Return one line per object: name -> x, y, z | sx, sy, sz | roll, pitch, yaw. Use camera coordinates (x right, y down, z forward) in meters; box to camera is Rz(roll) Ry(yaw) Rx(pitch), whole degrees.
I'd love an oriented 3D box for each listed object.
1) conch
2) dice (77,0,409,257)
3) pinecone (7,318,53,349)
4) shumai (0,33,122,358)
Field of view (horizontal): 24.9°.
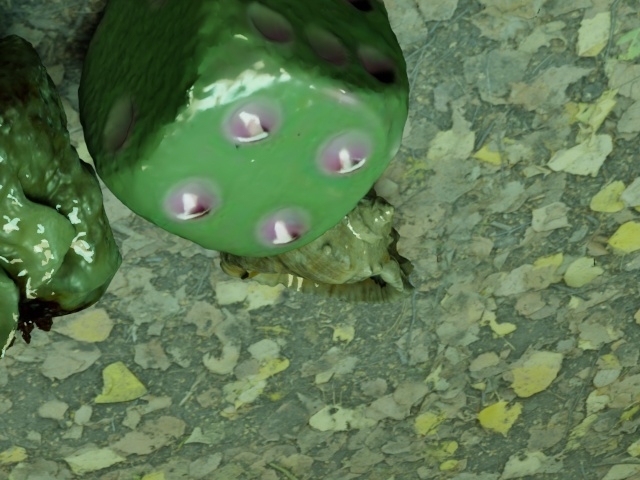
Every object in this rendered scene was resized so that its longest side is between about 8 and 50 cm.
conch -> 0.008, -0.016, 2.193 | 0.297, 0.352, 0.210 | 35, 72, -33
dice -> -0.099, -0.197, 1.857 | 0.322, 0.318, 0.330 | 16, 129, -34
pinecone -> -0.498, 0.032, 2.049 | 0.292, 0.246, 0.246 | 6, 136, 0
shumai -> -0.405, -0.037, 1.810 | 0.395, 0.395, 0.348 | -36, 115, 20
